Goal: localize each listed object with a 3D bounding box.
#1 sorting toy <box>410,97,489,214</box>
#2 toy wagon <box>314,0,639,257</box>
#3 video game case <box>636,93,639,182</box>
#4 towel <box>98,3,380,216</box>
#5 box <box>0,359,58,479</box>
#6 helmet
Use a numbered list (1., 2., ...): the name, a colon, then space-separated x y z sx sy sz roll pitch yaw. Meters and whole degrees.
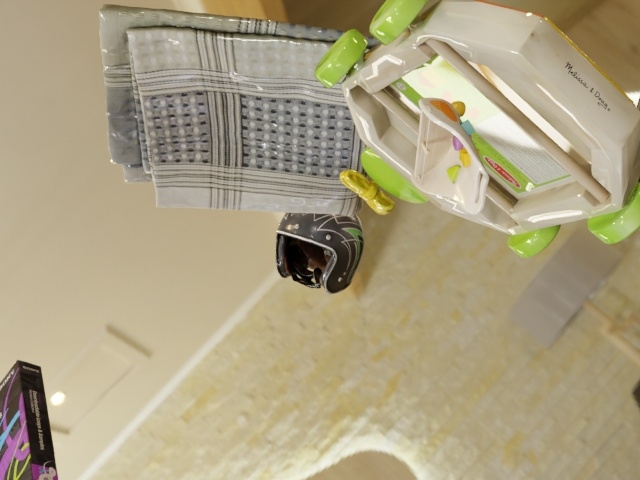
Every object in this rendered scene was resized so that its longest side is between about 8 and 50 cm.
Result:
1. sorting toy: 0.107 -0.061 0.706 0.044 0.075 0.083 -17 -38 -14
2. toy wagon: 0.119 -0.092 0.811 0.068 0.267 0.344 -55 14 -19
3. video game case: 0.364 -0.139 0.883 0.275 0.035 0.248 -77 -5 -65
4. towel: -0.094 -0.134 1.070 0.312 0.324 0.056 99 177 -57
5. box: -0.280 0.199 0.803 0.029 0.162 0.116 29 -73 -34
6. helmet: 0.000 0.000 1.647 0.169 0.169 0.162 -26 -54 -49
